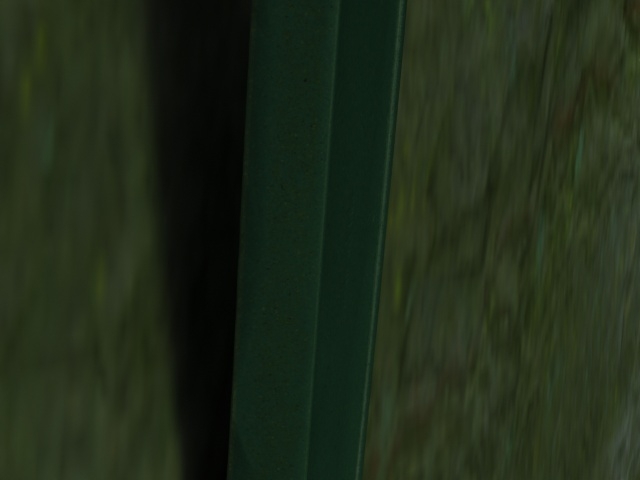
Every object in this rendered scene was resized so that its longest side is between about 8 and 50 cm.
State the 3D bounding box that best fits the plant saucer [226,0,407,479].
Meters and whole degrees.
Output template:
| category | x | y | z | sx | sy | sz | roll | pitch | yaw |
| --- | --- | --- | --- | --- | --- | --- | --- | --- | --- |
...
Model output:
| category | x | y | z | sx | sy | sz | roll | pitch | yaw |
| --- | --- | --- | --- | --- | --- | --- | --- | --- | --- |
| plant saucer | 0.000 | 0.000 | 0.405 | 0.067 | 0.018 | 0.192 | -54 | 150 | -61 |
